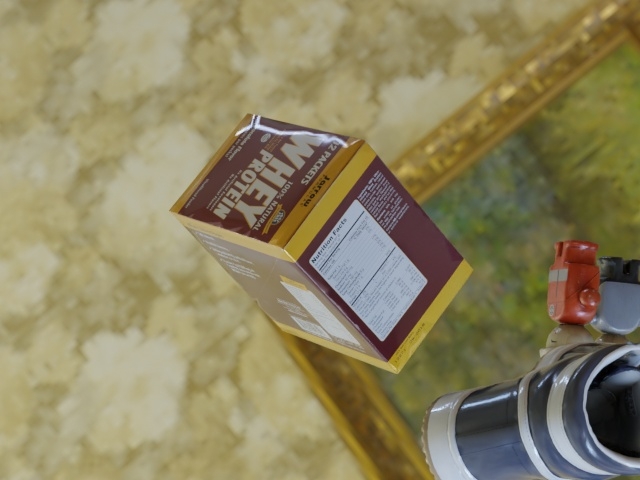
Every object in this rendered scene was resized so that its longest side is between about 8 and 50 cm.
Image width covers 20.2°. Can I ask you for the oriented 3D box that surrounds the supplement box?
[{"bbox_3d":[0.000,0.000,1.707,0.191,0.129,0.194,17,155,51],"label":"supplement box"}]

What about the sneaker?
[{"bbox_3d":[0.214,0.122,1.328,0.282,0.153,0.099,-11,-96,-52],"label":"sneaker"}]

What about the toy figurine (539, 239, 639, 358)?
[{"bbox_3d":[0.349,0.085,1.882,0.209,0.213,0.148,18,-105,-63],"label":"toy figurine"}]
